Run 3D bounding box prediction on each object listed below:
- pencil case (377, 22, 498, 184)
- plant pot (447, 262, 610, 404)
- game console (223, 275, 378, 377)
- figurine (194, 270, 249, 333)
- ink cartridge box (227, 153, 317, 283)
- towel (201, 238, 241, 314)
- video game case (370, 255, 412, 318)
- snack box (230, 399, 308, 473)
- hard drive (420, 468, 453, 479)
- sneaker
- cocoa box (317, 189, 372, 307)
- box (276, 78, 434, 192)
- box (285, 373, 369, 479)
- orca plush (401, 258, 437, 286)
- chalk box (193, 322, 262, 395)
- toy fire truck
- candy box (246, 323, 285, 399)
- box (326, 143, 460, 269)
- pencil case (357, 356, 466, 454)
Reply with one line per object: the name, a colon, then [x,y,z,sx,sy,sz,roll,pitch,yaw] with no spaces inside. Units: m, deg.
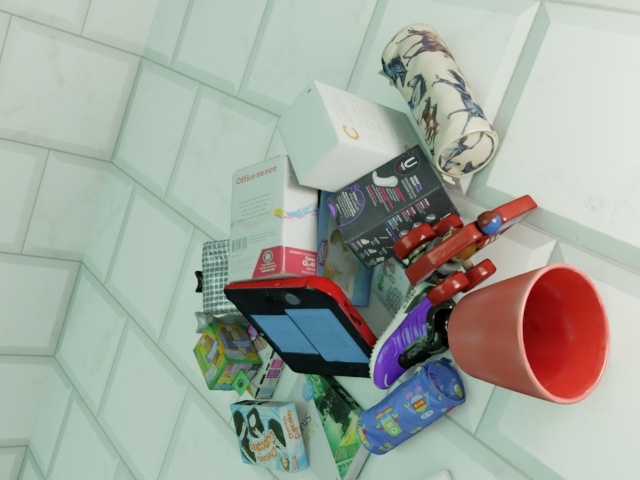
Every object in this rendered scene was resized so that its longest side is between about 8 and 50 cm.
pencil case: [0.289,-0.344,1.836,0.183,0.160,0.410,-52,47,41]
plant pot: [0.416,0.193,1.528,0.243,0.275,0.275,-13,72,57]
game console: [-0.030,0.235,1.911,0.342,0.386,0.060,-8,43,33]
figurine: [-0.317,0.206,2.376,0.092,0.209,0.215,-16,71,46]
ink cartridge box: [-0.122,-0.043,1.909,0.226,0.131,0.306,-11,71,46]
towel: [-0.228,0.104,2.235,0.283,0.121,0.235,-8,76,24]
video game case: [0.185,0.112,1.924,0.143,0.019,0.157,54,145,40]
snack box: [-0.156,0.569,2.160,0.322,0.060,0.187,-17,85,57]
hard drive: [0.201,0.705,1.733,0.318,0.040,0.210,-33,57,17]
sneaker: [0.236,0.249,1.788,0.146,0.102,0.293,30,90,41]
cocoa box: [0.000,0.000,2.038,0.228,0.231,0.347,1,82,49]
box: [0.092,-0.242,1.897,0.168,0.345,0.215,-45,51,33]
box: [0.015,0.518,2.051,0.322,0.058,0.232,40,112,44]
orca plush: [0.266,0.042,1.864,0.151,0.102,0.287,-33,49,-15]
chalk box: [-0.279,0.373,2.247,0.132,0.132,0.213,-57,45,26]
toy fire truck: [0.325,0.000,1.629,0.254,0.302,0.169,-46,71,38]
candy box: [-0.181,0.355,2.296,0.159,0.071,0.233,34,109,46]
box: [0.178,-0.080,1.812,0.270,0.143,0.165,-31,48,10]
pencil case: [0.214,0.405,1.791,0.133,0.119,0.306,43,124,-2]
